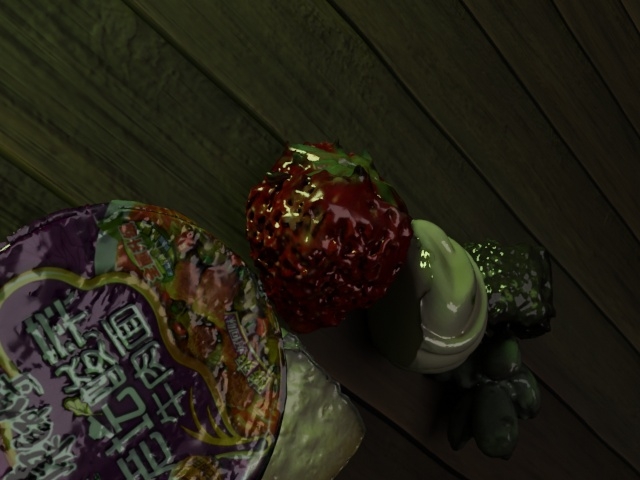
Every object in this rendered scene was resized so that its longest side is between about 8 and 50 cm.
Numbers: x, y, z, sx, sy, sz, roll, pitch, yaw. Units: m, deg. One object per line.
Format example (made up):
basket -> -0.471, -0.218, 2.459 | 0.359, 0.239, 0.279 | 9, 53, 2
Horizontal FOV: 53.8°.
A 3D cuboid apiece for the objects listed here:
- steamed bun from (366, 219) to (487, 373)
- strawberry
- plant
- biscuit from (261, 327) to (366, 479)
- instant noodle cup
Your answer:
steamed bun -> 0.124, 0.066, 0.733 | 0.106, 0.183, 0.182 | -3, 87, -19
strawberry -> 0.000, 0.000, 0.651 | 0.184, 0.187, 0.201 | -6, 123, -50
plant -> 0.220, 0.139, 0.819 | 0.146, 0.149, 0.274 | 29, 68, -74
biscuit -> -0.050, 0.187, 0.669 | 0.265, 0.040, 0.188 | 16, 78, -36
instant noodle cup -> -0.179, 0.106, 0.475 | 0.251, 0.190, 0.251 | 5, 82, -39
